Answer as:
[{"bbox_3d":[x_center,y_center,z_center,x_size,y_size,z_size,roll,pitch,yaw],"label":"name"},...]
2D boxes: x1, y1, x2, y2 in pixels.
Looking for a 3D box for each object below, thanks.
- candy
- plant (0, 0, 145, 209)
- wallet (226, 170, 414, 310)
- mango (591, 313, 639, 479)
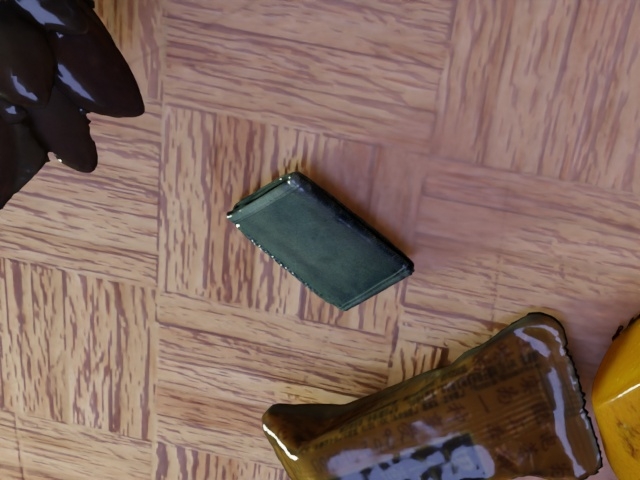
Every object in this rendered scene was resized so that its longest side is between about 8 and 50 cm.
[{"bbox_3d":[0.094,0.160,1.341,0.271,0.101,0.143,-22,100,23],"label":"candy"},{"bbox_3d":[-0.218,-0.187,1.044,0.194,0.181,0.321,-1,134,9],"label":"plant"},{"bbox_3d":[0.000,0.000,1.266,0.129,0.026,0.088,38,134,-22],"label":"wallet"},{"bbox_3d":[0.283,0.121,1.237,0.154,0.126,0.252,23,136,9],"label":"mango"}]
